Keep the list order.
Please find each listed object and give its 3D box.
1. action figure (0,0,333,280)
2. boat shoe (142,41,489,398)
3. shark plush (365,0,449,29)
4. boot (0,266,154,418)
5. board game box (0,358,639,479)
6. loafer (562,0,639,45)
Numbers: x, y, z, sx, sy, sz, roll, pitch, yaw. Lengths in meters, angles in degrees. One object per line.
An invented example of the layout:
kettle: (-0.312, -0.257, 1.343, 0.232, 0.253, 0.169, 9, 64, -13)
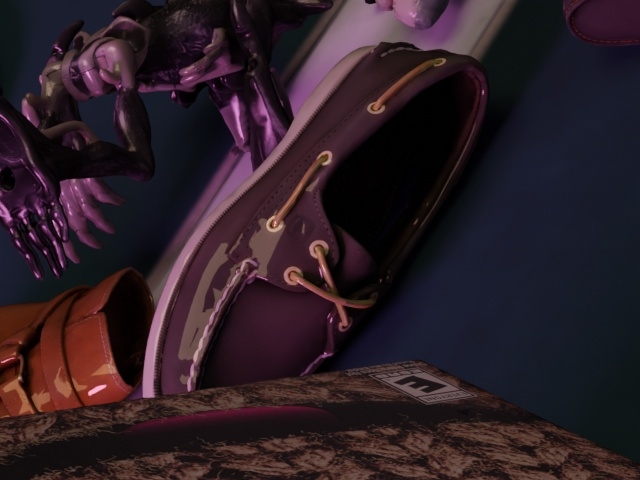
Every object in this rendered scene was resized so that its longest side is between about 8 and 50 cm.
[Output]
action figure: (-0.090, -0.054, 0.929, 0.164, 0.141, 0.275, -4, 17, 36)
boat shoe: (0.000, 0.000, 0.846, 0.068, 0.081, 0.228, 4, 56, 51)
shark plush: (0.077, -0.174, 0.988, 0.067, 0.073, 0.161, 25, 52, 32)
boot: (-0.154, 0.102, 0.911, 0.152, 0.073, 0.197, -24, 44, 21)
board game box: (0.020, 0.154, 0.527, 0.291, 0.232, 0.141, 23, 113, 51)
loafer: (0.177, -0.108, 0.796, 0.170, 0.062, 0.061, -12, 53, 39)
